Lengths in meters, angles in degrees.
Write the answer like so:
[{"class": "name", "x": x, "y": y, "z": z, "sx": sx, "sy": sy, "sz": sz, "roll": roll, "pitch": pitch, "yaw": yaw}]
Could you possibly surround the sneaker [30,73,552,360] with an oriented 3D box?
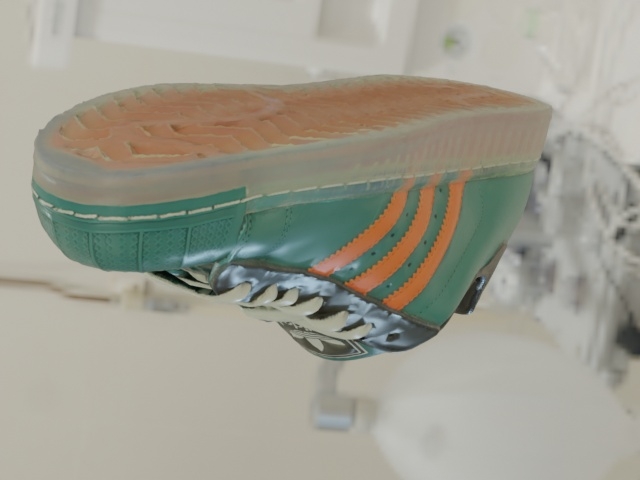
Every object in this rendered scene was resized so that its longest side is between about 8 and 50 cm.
[{"class": "sneaker", "x": 0.000, "y": 0.000, "z": 0.710, "sx": 0.108, "sy": 0.302, "sz": 0.121, "roll": 18, "pitch": 106, "yaw": 34}]
